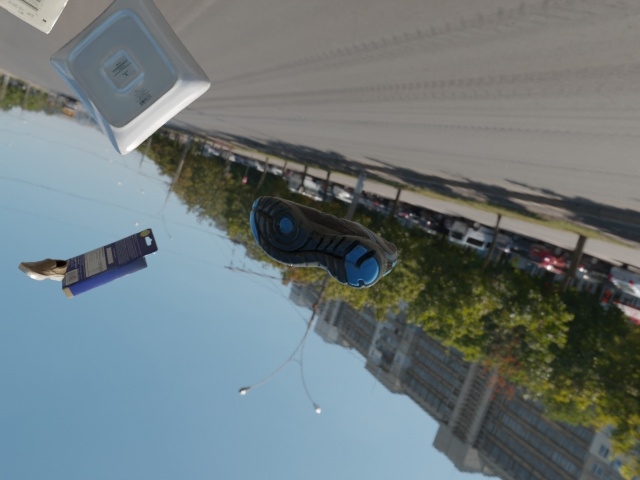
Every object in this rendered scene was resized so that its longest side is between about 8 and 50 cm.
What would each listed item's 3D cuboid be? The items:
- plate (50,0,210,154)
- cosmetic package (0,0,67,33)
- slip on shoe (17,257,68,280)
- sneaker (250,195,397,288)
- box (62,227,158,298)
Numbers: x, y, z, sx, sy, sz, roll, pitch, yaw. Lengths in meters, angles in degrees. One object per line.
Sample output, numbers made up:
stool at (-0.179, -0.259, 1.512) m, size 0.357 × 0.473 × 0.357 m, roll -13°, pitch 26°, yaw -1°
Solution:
plate at (-0.432, -0.378, 1.152) m, size 0.278 × 0.277 × 0.045 m, roll 54°, pitch -170°, yaw -5°
cosmetic package at (-0.674, -0.653, 1.277) m, size 0.129 × 0.153 × 0.296 m, roll 29°, pitch -153°, yaw -32°
slip on shoe at (-0.568, 0.055, 1.070) m, size 0.051 × 0.041 × 0.135 m, roll 34°, pitch 175°, yaw 10°
sneaker at (0.000, 0.000, 1.089) m, size 0.341 × 0.125 × 0.139 m, roll 27°, pitch -158°, yaw 26°
box at (-0.501, 0.050, 1.246) m, size 0.225 × 0.036 × 0.136 m, roll -24°, pitch -146°, yaw -13°
